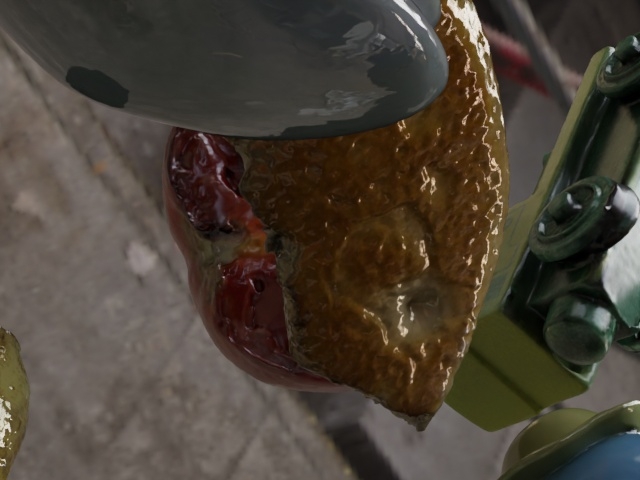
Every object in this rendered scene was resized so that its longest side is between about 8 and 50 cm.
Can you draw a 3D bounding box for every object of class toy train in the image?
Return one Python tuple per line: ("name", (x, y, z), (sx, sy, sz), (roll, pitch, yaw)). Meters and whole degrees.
("toy train", (0.231, -0.028, 1.463), (0.150, 0.237, 0.369), (42, 51, -17))

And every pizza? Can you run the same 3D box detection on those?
("pizza", (0.026, -0.026, 0.762), (0.134, 0.056, 0.271), (-27, 126, -17))

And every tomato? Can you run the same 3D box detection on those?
("tomato", (0.000, 0.000, 1.160), (0.200, 0.139, 0.233), (-13, 73, -12))

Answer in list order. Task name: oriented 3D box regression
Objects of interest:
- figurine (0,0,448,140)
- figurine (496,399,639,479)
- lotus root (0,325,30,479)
("figurine", (0.042, -0.178, 0.569), (0.224, 0.382, 0.205), (40, 20, -50))
("figurine", (0.183, 0.203, 0.986), (0.154, 0.180, 0.262), (34, 26, -32))
("lotus root", (-0.231, 0.135, 0.940), (0.110, 0.097, 0.258), (30, 41, -12))
